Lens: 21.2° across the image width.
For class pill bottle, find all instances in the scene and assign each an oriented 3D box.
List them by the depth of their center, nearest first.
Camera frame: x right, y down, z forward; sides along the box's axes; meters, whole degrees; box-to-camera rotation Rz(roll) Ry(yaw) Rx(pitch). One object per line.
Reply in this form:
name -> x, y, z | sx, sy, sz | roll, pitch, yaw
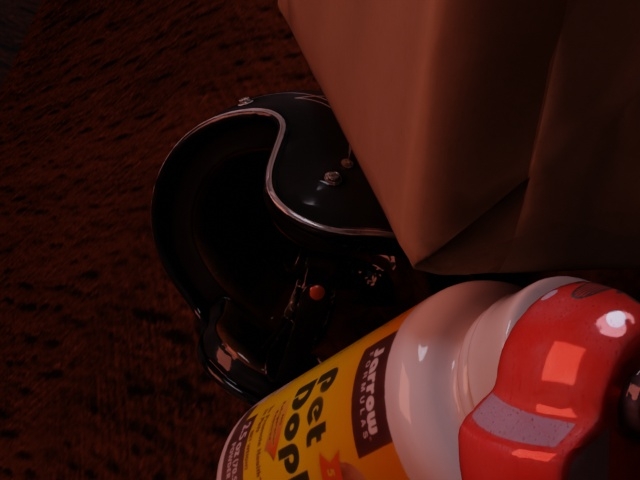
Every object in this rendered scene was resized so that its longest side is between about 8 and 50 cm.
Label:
pill bottle -> 0.050, 0.091, 0.746 | 0.215, 0.117, 0.117 | -36, 34, 51

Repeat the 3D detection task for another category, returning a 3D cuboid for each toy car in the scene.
toy car -> 0.087, 0.163, 0.530 | 0.225, 0.053, 0.239 | 54, 138, 37

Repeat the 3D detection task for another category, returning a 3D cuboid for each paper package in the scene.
paper package -> 0.099, -0.183, 0.757 | 0.325, 0.168, 0.309 | -113, 29, -61

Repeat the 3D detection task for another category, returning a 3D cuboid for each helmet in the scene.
helmet -> 0.000, 0.000, 0.896 | 0.169, 0.169, 0.161 | -54, 32, 23
